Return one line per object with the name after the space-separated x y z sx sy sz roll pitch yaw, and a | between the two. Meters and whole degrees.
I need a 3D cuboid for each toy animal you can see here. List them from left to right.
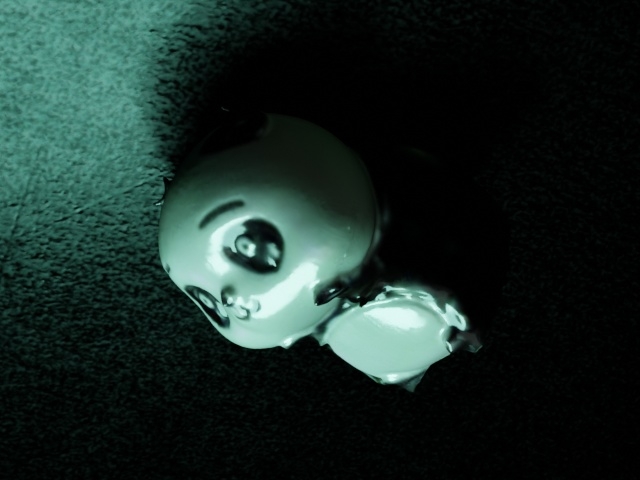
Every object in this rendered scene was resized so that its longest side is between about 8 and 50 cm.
0.000 0.000 1.503 0.310 0.251 0.251 24 125 -18 | toy animal
